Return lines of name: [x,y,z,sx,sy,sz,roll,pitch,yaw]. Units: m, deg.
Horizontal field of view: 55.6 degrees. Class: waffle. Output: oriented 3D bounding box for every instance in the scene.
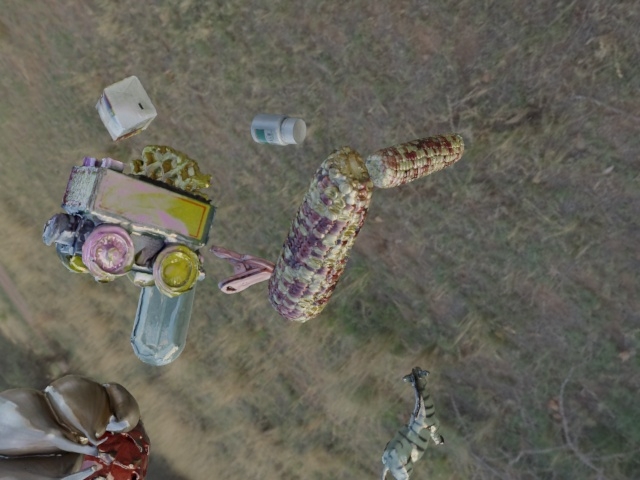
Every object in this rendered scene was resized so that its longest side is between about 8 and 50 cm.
waffle: [-0.372,-0.061,1.362,0.325,0.302,0.068,26,-178,40]

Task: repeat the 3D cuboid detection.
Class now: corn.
corn: [0.000,0.000,0.829,0.098,0.098,0.290,39,132,17]
corn: [0.210,-0.174,1.292,0.086,0.253,0.086,37,137,45]

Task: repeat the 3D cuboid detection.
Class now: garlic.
garlic: [-0.387,0.306,0.900,0.292,0.237,0.210,149,116,-75]

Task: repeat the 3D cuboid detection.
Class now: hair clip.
hair clip: [-0.167,0.048,1.348,0.123,0.138,0.102,32,-141,-61]

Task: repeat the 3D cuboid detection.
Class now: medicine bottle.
medicine bottle: [-0.108,-0.287,1.574,0.130,0.080,0.080,11,137,30]

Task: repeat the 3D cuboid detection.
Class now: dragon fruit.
dragon fruit: [-0.500,0.479,1.343,0.244,0.244,0.299,109,158,-59]

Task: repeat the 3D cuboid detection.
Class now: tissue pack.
tissue pack: [-0.465,-0.310,1.444,0.106,0.099,0.148,62,156,-9]

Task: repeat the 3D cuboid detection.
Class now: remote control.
remote control: [-0.303,0.117,1.183,0.104,0.247,0.052,5,162,2]

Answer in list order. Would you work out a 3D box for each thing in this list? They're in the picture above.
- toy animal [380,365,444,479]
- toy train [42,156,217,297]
toy animal: [0.163,0.346,1.093,0.073,0.217,0.176,15,153,40]
toy train: [-0.287,-0.014,0.954,0.261,0.177,0.134,21,172,-42]
